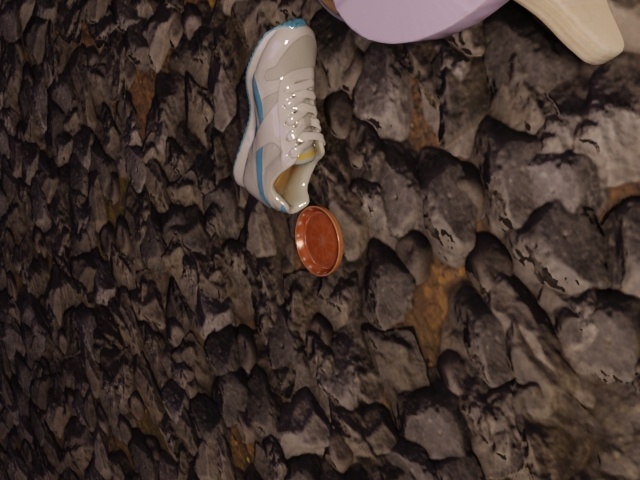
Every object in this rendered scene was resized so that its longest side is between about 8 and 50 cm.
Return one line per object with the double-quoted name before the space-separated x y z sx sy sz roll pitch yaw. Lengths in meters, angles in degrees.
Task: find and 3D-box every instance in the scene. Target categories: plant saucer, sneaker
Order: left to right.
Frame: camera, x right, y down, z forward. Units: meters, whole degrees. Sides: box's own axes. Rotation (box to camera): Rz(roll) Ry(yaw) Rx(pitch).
"sneaker" -0.033 -0.138 1.074 0.092 0.087 0.229 38 134 33
"plant saucer" 0.000 0.000 1.113 0.083 0.013 0.084 18 113 49

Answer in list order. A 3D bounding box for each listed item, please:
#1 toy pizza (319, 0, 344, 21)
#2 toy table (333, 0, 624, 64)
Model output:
"toy pizza" 0.033 -0.324 0.976 0.201 0.032 0.201 17 111 49
"toy table" 0.144 -0.255 0.745 0.274 0.160 0.252 -11 90 53
